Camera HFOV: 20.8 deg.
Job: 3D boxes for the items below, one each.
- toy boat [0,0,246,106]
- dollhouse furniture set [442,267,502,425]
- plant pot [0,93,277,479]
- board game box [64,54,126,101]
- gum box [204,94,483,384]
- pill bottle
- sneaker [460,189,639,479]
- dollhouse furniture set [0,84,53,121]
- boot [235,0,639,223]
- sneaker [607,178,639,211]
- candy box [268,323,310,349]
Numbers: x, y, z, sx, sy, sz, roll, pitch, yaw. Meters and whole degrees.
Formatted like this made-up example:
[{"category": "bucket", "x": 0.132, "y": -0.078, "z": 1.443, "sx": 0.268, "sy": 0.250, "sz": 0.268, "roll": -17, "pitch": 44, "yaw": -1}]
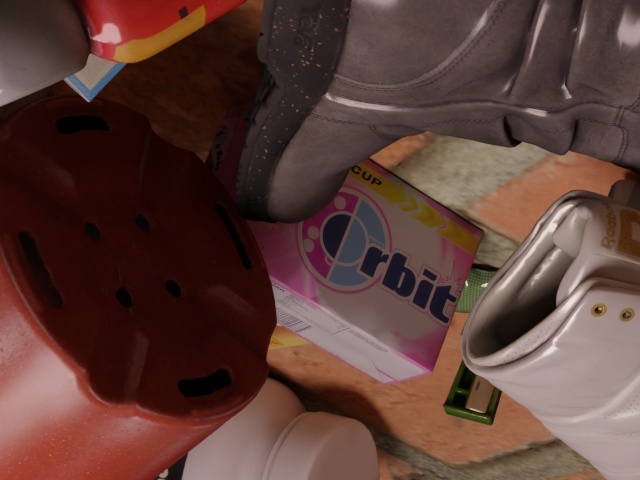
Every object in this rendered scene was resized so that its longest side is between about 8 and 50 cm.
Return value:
[{"category": "toy boat", "x": -0.100, "y": -0.169, "z": 0.656, "sx": 0.267, "sy": 0.148, "sz": 0.318, "roll": 56, "pitch": 163, "yaw": 30}, {"category": "dollhouse furniture set", "x": 0.101, "y": 0.072, "z": 1.239, "sx": 0.076, "sy": 0.058, "sz": 0.151, "roll": 13, "pitch": 155, "yaw": 19}, {"category": "plant pot", "x": -0.184, "y": 0.067, "z": 0.997, "sx": 0.272, "sy": 0.272, "sz": 0.265, "roll": 36, "pitch": 129, "yaw": -28}, {"category": "board game box", "x": -0.090, "y": -0.154, "z": 0.815, "sx": 0.026, "sy": 0.154, "sz": 0.103, "roll": 40, "pitch": 174, "yaw": 45}, {"category": "gum box", "x": 0.000, "y": 0.000, "z": 1.112, "sx": 0.188, "sy": 0.107, "sz": 0.062, "roll": 31, "pitch": 155, "yaw": -20}, {"category": "pill bottle", "x": -0.126, "y": 0.200, "z": 1.548, "sx": 0.334, "sy": 0.188, "sz": 0.188, "roll": 7, "pitch": 152, "yaw": 30}, {"category": "sneaker", "x": 0.209, "y": 0.024, "z": 0.879, "sx": 0.292, "sy": 0.108, "sz": 0.169, "roll": -34, "pitch": 128, "yaw": 31}, {"category": "dollhouse furniture set", "x": -0.171, "y": -0.128, "z": 0.987, "sx": 0.081, "sy": 0.114, "sz": 0.091, "roll": 36, "pitch": 156, "yaw": -19}, {"category": "boot", "x": 0.077, "y": -0.069, "z": 0.906, "sx": 0.223, "sy": 0.118, "sz": 0.338, "roll": 14, "pitch": 163, "yaw": -1}, {"category": "sneaker", "x": 0.245, "y": 0.073, "z": 1.057, "sx": 0.115, "sy": 0.105, "sz": 0.281, "roll": 8, "pitch": 153, "yaw": 28}, {"category": "candy box", "x": -0.033, "y": 0.030, "z": 1.274, "sx": 0.109, "sy": 0.053, "sz": 0.187, "roll": 36, "pitch": 154, "yaw": -28}]
